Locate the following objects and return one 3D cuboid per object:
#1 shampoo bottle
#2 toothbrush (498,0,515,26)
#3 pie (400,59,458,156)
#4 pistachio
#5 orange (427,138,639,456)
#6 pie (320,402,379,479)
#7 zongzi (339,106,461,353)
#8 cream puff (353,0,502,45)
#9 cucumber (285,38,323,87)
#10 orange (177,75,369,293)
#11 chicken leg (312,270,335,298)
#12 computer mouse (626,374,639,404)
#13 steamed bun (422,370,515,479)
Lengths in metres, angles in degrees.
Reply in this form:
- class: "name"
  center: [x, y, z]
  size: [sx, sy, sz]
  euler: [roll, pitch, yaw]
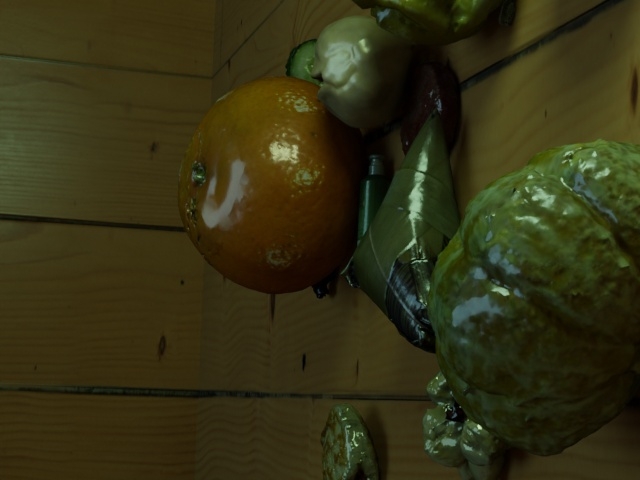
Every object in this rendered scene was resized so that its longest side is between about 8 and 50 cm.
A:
- class: "shampoo bottle"
  center: [0.099, -0.055, 2.278]
  size: [0.065, 0.065, 0.204]
  euler: [163, 110, -72]
- class: "toothbrush"
  center: [0.293, -0.434, 1.808]
  size: [0.024, 0.018, 0.257]
  euler: [-127, 44, -61]
- class: "pie"
  center: [0.177, -0.208, 2.082]
  size: [0.182, 0.050, 0.182]
  euler: [-177, 90, -72]
- class: "pistachio"
  center: [0.079, -0.294, 2.172]
  size: [0.299, 0.188, 0.187]
  euler: [-9, -77, -84]
- class: "orange"
  center: [0.239, 0.047, 1.382]
  size: [0.368, 0.210, 0.271]
  euler: [-63, 35, 17]
- class: "pie"
  center: [0.050, 0.402, 2.290]
  size: [0.178, 0.084, 0.205]
  euler: [-101, 21, -43]
- class: "zongzi"
  center: [0.175, -0.017, 1.902]
  size: [0.289, 0.154, 0.317]
  euler: [45, 123, 58]
- class: "cream puff"
  center: [0.147, -0.463, 1.870]
  size: [0.291, 0.257, 0.324]
  euler: [-124, 42, -66]
- class: "cucumber"
  center: [-0.021, -0.345, 2.633]
  size: [0.244, 0.134, 0.134]
  euler: [-172, 86, -78]
- class: "orange"
  center: [-0.099, -0.110, 2.414]
  size: [0.424, 0.326, 0.423]
  euler: [-173, 90, -65]
- class: "chicken leg"
  center: [0.000, 0.000, 2.611]
  size: [0.106, 0.051, 0.253]
  euler: [112, 159, -57]
- class: "computer mouse"
  center: [0.300, 0.087, 1.540]
  size: [0.331, 0.095, 0.197]
  euler: [40, 112, 57]
- class: "steamed bun"
  center: [0.210, 0.250, 1.769]
  size: [0.177, 0.106, 0.192]
  euler: [138, 132, -68]
